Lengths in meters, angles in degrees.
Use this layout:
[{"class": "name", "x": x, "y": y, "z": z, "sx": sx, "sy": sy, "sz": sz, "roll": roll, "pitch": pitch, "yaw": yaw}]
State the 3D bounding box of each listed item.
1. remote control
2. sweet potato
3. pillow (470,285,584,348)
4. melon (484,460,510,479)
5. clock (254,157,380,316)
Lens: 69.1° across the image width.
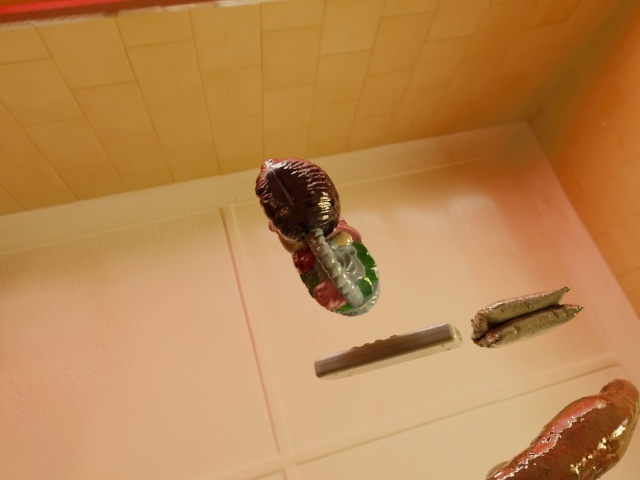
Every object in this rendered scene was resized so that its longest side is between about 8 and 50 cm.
[{"class": "remote control", "x": 0.086, "y": 0.146, "z": 0.602, "sx": 0.190, "sy": 0.087, "sz": 0.029, "roll": -21, "pitch": -114, "yaw": 17}, {"class": "sweet potato", "x": 0.238, "y": 0.181, "z": 0.424, "sx": 0.255, "sy": 0.078, "sz": 0.058, "roll": -19, "pitch": -120, "yaw": -30}, {"class": "pillow", "x": 0.376, "y": 0.147, "z": 0.870, "sx": 0.181, "sy": 0.134, "sz": 0.078, "roll": -17, "pitch": -116, "yaw": -1}, {"class": "melon", "x": 0.467, "y": 0.605, "z": 1.117, "sx": 0.192, "sy": 0.139, "sz": 0.139, "roll": 44, "pitch": -119, "yaw": -36}, {"class": "clock", "x": 0.000, "y": 0.000, "z": 0.582, "sx": 0.100, "sy": 0.195, "sz": 0.194, "roll": -34, "pitch": -115, "yaw": 0}]
